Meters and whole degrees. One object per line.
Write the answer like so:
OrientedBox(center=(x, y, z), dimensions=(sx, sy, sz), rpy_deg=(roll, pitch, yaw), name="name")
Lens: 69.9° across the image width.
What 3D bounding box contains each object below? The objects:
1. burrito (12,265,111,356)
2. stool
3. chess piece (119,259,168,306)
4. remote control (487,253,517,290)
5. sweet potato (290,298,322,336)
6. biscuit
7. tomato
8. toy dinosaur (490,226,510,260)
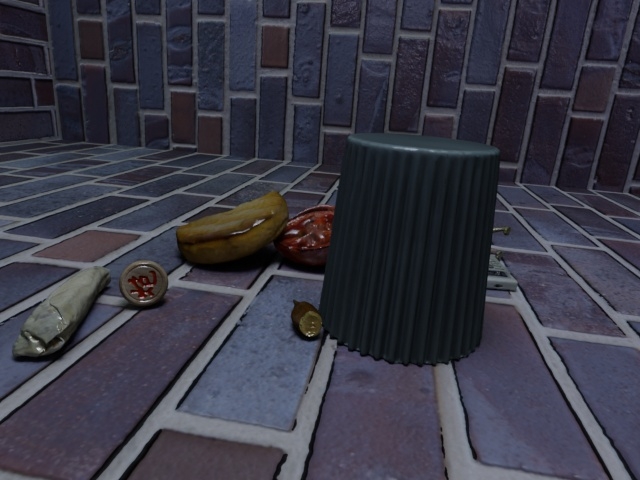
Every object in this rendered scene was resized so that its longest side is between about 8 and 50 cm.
OrientedBox(center=(-0.415, 0.103, 0.767), dimensions=(0.082, 0.059, 0.275), rpy_deg=(-12, 19, -3), name="burrito")
OrientedBox(center=(0.151, -0.006, 0.790), dimensions=(0.297, 0.330, 0.297), rpy_deg=(3, 18, -1), name="stool")
OrientedBox(center=(-0.319, 0.077, 0.827), dimensions=(0.084, 0.083, 0.038), rpy_deg=(-3, 1, -20), name="chess piece")
OrientedBox(center=(0.398, 0.069, 1.098), dimensions=(0.088, 0.029, 0.190), rpy_deg=(5, 18, 3), name="remote control")
OrientedBox(center=(-0.031, 0.126, 0.799), dimensions=(0.049, 0.049, 0.117), rpy_deg=(-2, 15, -19), name="sweet potato")
OrientedBox(center=(-0.201, -0.019, 1.069), dimensions=(0.274, 0.091, 0.213), rpy_deg=(-17, 26, -4), name="biscuit")
OrientedBox(center=(0.001, 0.002, 1.112), dimensions=(0.228, 0.101, 0.228), rpy_deg=(-6, 27, 3), name="tomato")
OrientedBox(center=(0.426, -0.008, 1.284), dimensions=(0.200, 0.072, 0.251), rpy_deg=(5, 25, 39), name="toy dinosaur")
